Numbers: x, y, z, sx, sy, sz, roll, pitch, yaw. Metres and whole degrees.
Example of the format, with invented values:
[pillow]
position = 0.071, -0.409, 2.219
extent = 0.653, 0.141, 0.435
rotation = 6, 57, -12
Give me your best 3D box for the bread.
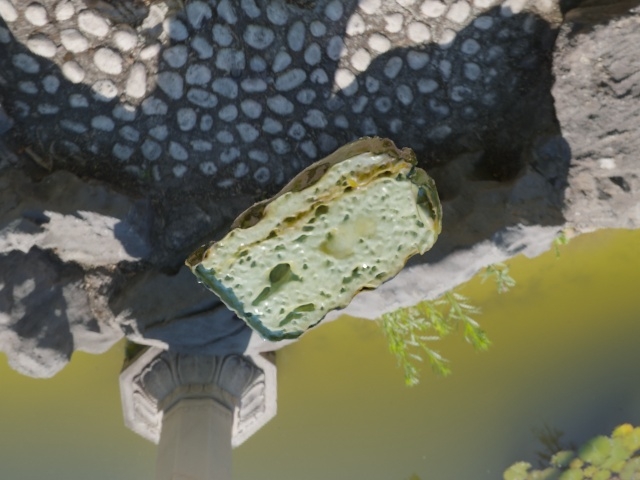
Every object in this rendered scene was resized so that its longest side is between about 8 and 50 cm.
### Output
[bread]
position = 0.000, 0.000, 0.503
extent = 0.232, 0.088, 0.128
rotation = -33, 104, 13
